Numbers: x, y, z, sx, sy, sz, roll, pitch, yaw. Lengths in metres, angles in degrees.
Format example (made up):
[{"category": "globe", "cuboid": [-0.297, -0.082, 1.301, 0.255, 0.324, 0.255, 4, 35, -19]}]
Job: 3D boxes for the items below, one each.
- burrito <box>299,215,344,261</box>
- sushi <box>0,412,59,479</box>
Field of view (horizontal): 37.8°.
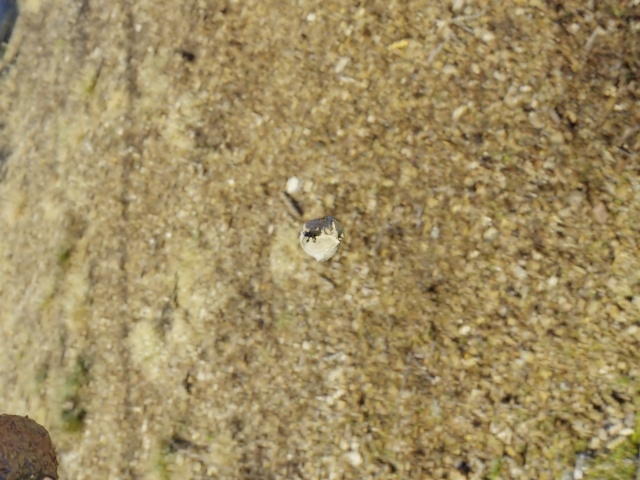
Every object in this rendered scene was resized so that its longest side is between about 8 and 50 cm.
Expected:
[{"category": "burrito", "cuboid": [0.000, -0.002, 1.116, 0.171, 0.051, 0.042, 101, 176, -80]}, {"category": "sushi", "cuboid": [-0.370, 0.264, 0.921, 0.107, 0.241, 0.161, 53, 147, 31]}]
